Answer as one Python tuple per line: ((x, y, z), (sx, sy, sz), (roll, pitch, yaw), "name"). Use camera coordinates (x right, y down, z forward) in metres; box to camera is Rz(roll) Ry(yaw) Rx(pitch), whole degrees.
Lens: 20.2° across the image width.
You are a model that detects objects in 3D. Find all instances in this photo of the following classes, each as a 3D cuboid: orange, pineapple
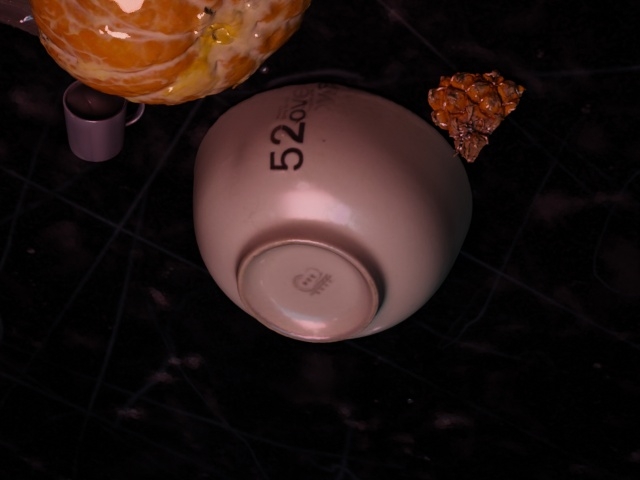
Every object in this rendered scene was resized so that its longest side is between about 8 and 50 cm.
((-0.154, -0.297, 1.864), (0.329, 0.249, 0.329), (-28, 147, -20), "orange")
((0.176, -0.135, 2.086), (0.114, 0.114, 0.077), (7, 152, 13), "pineapple")

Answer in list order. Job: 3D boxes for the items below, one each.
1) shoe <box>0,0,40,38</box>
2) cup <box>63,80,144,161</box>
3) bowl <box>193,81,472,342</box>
((-0.335, -0.318, 1.982), (0.149, 0.109, 0.293), (-37, 146, 28), "shoe")
((-0.263, -0.148, 2.193), (0.100, 0.078, 0.077), (-14, 142, -16), "cup")
((0.000, 0.000, 2.186), (0.353, 0.185, 0.354), (7, 134, 7), "bowl")
